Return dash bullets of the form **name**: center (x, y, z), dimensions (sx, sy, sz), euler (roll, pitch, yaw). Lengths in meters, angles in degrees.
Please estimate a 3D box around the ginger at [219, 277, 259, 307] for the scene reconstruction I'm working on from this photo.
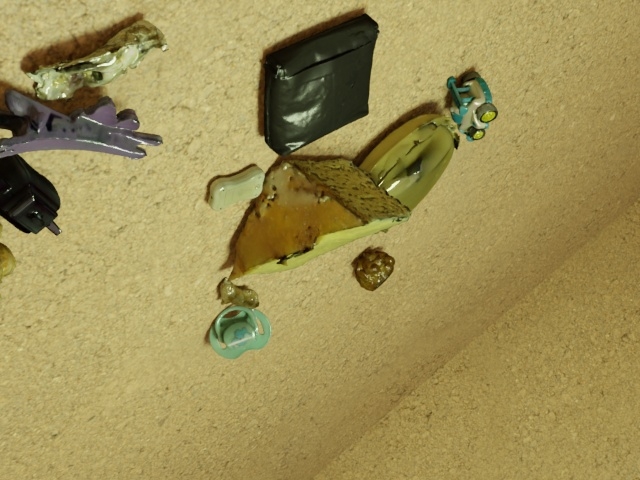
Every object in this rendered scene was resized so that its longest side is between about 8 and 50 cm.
- **ginger**: center (-0.191, 0.126, 1.940), dimensions (0.057, 0.044, 0.137), euler (-22, 154, 25)

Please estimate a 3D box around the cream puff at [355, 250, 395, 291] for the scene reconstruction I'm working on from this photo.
- **cream puff**: center (0.140, 0.076, 2.258), dimensions (0.116, 0.094, 0.122), euler (-50, 175, 19)

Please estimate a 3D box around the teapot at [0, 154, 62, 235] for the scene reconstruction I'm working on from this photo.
- **teapot**: center (-0.450, -0.057, 1.284), dimensions (0.087, 0.096, 0.177), euler (-40, 152, -5)

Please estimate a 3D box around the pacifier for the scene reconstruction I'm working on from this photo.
- **pacifier**: center (-0.193, 0.211, 2.019), dimensions (0.150, 0.127, 0.116), euler (-27, -170, 4)

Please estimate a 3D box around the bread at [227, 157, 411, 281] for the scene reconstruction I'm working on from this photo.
- **bread**: center (0.000, 0.000, 1.786), dimensions (0.248, 0.279, 0.315), euler (-15, 130, -54)

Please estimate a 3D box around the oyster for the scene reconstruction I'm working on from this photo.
- **oyster**: center (-0.331, -0.259, 1.226), dimensions (0.199, 0.061, 0.106), euler (-20, 166, -33)

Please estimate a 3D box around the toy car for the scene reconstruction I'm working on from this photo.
- **toy car**: center (0.335, -0.305, 1.968), dimensions (0.098, 0.126, 0.161), euler (-7, 151, -16)

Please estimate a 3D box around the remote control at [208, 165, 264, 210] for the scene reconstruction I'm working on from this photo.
- **remote control**: center (-0.166, -0.103, 1.660), dimensions (0.122, 0.032, 0.074), euler (-23, 146, -34)

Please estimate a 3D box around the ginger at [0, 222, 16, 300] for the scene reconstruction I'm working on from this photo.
- **ginger**: center (-0.546, 0.039, 1.290), dimensions (0.157, 0.102, 0.216), euler (-60, 156, -29)

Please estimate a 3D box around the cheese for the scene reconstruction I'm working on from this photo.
- **cheese**: center (0.197, -0.166, 1.961), dimensions (0.316, 0.128, 0.259), euler (-45, 163, 10)

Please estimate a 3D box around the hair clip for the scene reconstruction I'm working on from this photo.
- **hair clip**: center (-0.361, -0.166, 1.238), dimensions (0.137, 0.090, 0.278), euler (-32, 164, 38)

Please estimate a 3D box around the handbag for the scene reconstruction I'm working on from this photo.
- **handbag**: center (0.005, -0.287, 1.576), dimensions (0.246, 0.080, 0.223), euler (-29, 149, -26)
